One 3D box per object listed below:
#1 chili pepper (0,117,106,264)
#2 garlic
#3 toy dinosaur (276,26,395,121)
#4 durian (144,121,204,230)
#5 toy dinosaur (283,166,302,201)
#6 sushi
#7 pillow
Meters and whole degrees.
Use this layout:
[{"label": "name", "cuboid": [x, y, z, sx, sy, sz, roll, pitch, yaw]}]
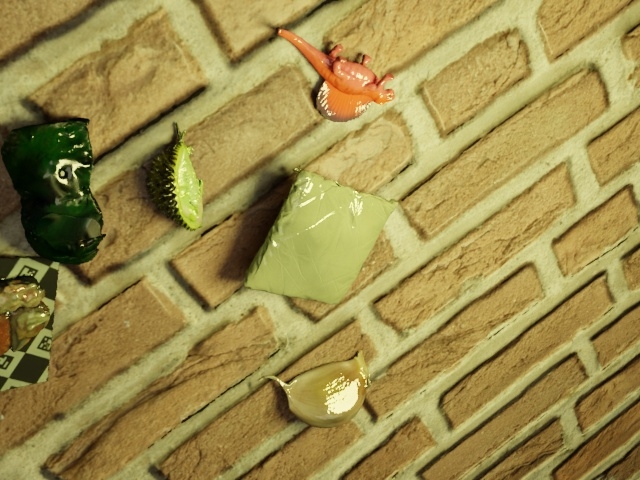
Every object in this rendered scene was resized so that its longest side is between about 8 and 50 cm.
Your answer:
[{"label": "chili pepper", "cuboid": [-0.451, -0.067, 1.023, 0.148, 0.116, 0.265, -7, 114, -17]}, {"label": "garlic", "cuboid": [-0.008, 0.377, 1.426, 0.266, 0.149, 0.128, -7, 151, -25]}, {"label": "toy dinosaur", "cuboid": [0.018, -0.306, 1.165, 0.286, 0.070, 0.139, 13, 128, -26]}, {"label": "durian", "cuboid": [-0.271, -0.106, 1.123, 0.100, 0.086, 0.215, -38, 132, -44]}, {"label": "toy dinosaur", "cuboid": [-0.042, -0.069, 1.241, 0.058, 0.037, 0.180, -31, 140, -16]}, {"label": "sushi", "cuboid": [-0.607, 0.173, 1.046, 0.292, 0.059, 0.294, -2, 115, -42]}, {"label": "pillow", "cuboid": [0.000, 0.001, 1.255, 0.280, 0.076, 0.274, 13, 111, -41]}]
